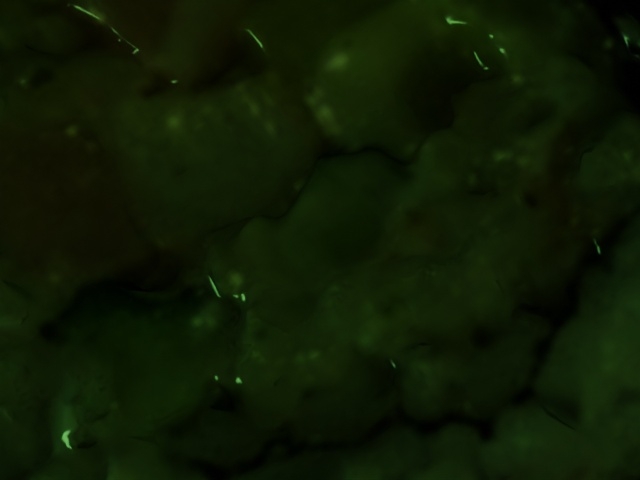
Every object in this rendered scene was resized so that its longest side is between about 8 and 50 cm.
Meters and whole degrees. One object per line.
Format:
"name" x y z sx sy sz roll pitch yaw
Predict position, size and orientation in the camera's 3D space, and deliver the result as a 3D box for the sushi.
"sushi" -0.020 0.014 0.630 0.328 0.329 0.285 50 169 11
